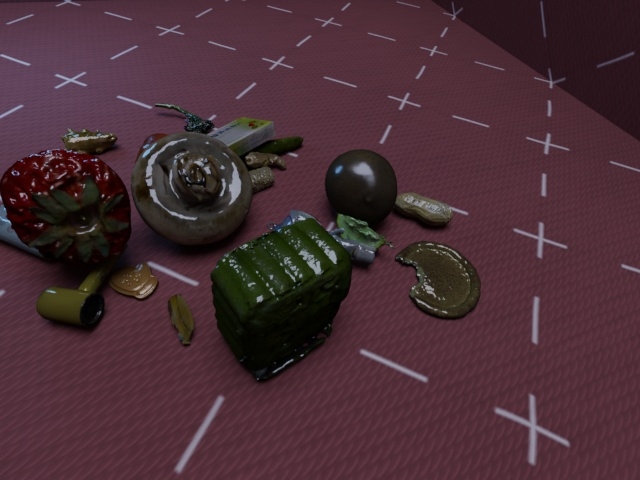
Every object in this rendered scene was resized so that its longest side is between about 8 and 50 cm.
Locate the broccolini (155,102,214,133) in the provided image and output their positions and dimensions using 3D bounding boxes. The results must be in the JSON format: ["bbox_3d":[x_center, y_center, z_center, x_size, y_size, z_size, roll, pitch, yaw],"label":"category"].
[{"bbox_3d":[-0.589,-0.509,1.700,0.272,0.062,0.123,24,34,7],"label":"broccolini"}]

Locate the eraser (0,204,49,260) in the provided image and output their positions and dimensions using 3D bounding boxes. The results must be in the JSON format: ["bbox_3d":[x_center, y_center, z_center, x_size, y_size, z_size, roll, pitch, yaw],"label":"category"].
[{"bbox_3d":[-0.858,-0.045,1.235,0.227,0.081,0.174,20,45,11],"label":"eraser"}]

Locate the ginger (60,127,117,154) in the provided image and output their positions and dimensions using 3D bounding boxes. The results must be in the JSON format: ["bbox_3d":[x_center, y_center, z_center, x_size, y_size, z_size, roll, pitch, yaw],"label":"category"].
[{"bbox_3d":[-0.876,-0.367,1.520,0.115,0.081,0.206,41,57,19],"label":"ginger"}]

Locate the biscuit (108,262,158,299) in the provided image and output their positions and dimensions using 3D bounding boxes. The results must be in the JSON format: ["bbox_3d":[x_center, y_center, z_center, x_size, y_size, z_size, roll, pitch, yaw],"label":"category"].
[{"bbox_3d":[-0.536,0.110,1.175,0.140,0.023,0.118,14,48,6],"label":"biscuit"}]

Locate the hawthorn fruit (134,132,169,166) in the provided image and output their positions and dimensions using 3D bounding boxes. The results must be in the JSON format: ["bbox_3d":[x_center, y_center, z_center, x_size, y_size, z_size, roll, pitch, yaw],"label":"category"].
[{"bbox_3d":[-0.529,-0.262,1.427,0.226,0.196,0.196,24,45,-20],"label":"hawthorn fruit"}]

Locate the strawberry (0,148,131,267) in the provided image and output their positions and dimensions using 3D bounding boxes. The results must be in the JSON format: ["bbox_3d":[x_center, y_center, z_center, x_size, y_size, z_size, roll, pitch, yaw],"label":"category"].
[{"bbox_3d":[-0.674,-0.114,1.102,0.295,0.317,0.345,-43,42,-2],"label":"strawberry"}]

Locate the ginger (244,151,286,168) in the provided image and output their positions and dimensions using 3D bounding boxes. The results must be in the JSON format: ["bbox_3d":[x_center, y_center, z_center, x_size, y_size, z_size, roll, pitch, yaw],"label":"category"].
[{"bbox_3d":[-0.210,-0.306,1.544,0.174,0.051,0.069,-8,53,-35],"label":"ginger"}]

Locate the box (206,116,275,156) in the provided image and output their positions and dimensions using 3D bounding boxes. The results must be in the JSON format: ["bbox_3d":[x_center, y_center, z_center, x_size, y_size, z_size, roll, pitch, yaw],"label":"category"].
[{"bbox_3d":[-0.321,-0.387,1.540,0.175,0.062,0.260,18,45,33],"label":"box"}]

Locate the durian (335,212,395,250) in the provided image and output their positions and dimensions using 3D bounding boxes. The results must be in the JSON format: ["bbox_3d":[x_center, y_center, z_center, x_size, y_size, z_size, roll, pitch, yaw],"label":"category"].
[{"bbox_3d":[0.137,-0.011,1.322,0.216,0.100,0.086,30,52,8],"label":"durian"}]

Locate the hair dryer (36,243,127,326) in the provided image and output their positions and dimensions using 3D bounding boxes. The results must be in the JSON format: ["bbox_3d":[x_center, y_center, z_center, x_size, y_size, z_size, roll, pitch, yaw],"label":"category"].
[{"bbox_3d":[-0.632,0.103,1.120,0.135,0.090,0.278,7,47,9],"label":"hair dryer"}]

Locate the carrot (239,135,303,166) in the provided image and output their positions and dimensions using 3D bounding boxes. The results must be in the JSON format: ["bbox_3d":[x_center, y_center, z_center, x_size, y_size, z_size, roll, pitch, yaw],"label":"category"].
[{"bbox_3d":[-0.213,-0.359,1.610,0.359,0.074,0.074,-26,56,-29],"label":"carrot"}]

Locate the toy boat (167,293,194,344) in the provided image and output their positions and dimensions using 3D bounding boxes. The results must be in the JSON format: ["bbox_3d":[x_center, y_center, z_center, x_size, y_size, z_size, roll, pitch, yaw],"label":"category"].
[{"bbox_3d":[-0.375,0.212,1.093,0.047,0.049,0.149,19,33,-53],"label":"toy boat"}]

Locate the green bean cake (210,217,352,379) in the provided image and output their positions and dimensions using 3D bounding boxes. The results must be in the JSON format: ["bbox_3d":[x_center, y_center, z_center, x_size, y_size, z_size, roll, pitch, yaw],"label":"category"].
[{"bbox_3d":[-0.092,0.145,1.003,0.335,0.318,0.218,-31,60,-29],"label":"green bean cake"}]

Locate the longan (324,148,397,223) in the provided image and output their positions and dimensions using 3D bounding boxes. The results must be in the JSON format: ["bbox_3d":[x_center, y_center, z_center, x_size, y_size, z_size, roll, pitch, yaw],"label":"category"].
[{"bbox_3d":[0.139,-0.185,1.380,0.259,0.257,0.257,4,48,-4],"label":"longan"}]

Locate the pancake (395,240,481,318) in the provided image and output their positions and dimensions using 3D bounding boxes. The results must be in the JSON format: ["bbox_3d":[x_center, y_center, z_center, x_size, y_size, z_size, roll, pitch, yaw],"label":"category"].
[{"bbox_3d":[0.368,0.112,1.287,0.286,0.033,0.288,28,51,16],"label":"pancake"}]

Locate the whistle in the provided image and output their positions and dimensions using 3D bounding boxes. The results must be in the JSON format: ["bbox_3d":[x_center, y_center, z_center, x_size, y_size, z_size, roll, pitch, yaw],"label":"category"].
[{"bbox_3d":[0.000,-0.001,1.273,0.347,0.134,0.142,16,93,-1],"label":"whistle"}]

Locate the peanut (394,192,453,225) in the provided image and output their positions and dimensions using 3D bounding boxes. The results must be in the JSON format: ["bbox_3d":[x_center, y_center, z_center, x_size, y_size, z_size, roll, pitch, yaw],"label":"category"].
[{"bbox_3d":[0.363,-0.111,1.450,0.215,0.090,0.098,21,59,15],"label":"peanut"}]

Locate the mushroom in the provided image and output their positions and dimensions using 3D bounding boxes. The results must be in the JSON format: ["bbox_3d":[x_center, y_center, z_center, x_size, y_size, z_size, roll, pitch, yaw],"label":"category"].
[{"bbox_3d":[-0.379,-0.168,1.238,0.363,0.295,0.361,7,72,-22],"label":"mushroom"}]

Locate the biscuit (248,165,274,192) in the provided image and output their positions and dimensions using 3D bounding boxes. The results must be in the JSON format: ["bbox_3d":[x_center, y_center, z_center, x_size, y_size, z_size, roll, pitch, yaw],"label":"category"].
[{"bbox_3d":[-0.249,-0.217,1.479,0.169,0.070,0.082,-27,63,-32],"label":"biscuit"}]
